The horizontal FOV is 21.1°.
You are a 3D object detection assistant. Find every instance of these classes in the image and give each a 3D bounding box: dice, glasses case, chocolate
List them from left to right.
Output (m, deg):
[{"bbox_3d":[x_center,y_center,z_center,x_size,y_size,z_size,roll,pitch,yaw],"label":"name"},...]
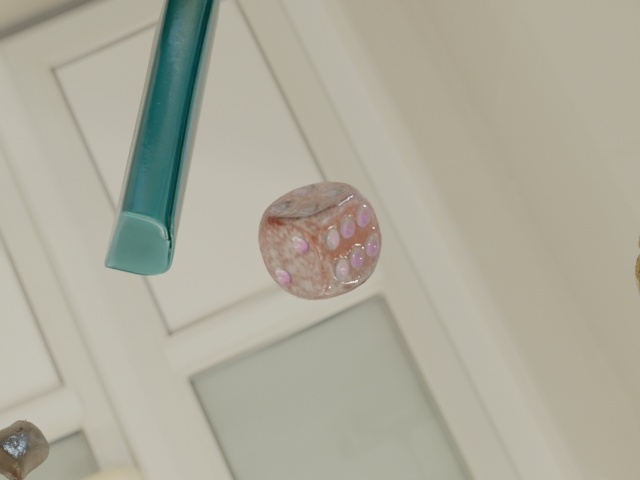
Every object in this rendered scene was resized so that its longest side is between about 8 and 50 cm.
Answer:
[{"bbox_3d":[-0.341,0.234,1.964,0.031,0.064,0.100,-52,173,21],"label":"chocolate"},{"bbox_3d":[-0.151,-0.119,1.719,0.070,0.301,0.117,14,149,-8],"label":"glasses case"},{"bbox_3d":[0.000,0.000,1.718,0.091,0.094,0.093,4,-148,44],"label":"dice"}]

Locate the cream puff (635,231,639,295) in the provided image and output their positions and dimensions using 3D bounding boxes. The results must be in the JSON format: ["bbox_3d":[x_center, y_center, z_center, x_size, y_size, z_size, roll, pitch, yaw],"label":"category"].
[{"bbox_3d":[0.271,0.011,1.108,0.119,0.133,0.104,-55,-172,-12],"label":"cream puff"}]
